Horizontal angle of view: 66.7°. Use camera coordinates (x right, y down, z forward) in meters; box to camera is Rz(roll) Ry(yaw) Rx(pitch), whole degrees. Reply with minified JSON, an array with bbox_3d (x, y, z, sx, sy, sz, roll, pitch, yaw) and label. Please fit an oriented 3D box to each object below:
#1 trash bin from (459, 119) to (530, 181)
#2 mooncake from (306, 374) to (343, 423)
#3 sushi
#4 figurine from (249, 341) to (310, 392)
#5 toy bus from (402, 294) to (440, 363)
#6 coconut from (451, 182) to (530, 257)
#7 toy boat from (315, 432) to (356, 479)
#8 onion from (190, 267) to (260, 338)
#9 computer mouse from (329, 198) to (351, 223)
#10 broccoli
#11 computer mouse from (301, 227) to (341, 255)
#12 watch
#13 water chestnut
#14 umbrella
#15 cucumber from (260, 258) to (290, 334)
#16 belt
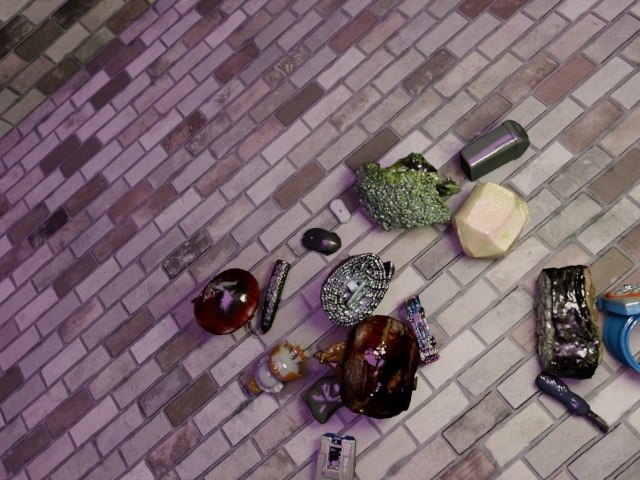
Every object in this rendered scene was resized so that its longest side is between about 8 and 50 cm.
[{"bbox_3d":[0.624,-0.324,1.744,0.236,0.177,0.101,-30,70,9],"label":"trash bin"},{"bbox_3d":[0.038,0.556,1.697,0.169,0.104,0.175,23,85,15],"label":"mooncake"},{"bbox_3d":[0.776,0.254,1.524,0.171,0.211,0.349,-1,80,11],"label":"sushi"},{"bbox_3d":[-0.155,0.465,1.754,0.271,0.143,0.143,-33,69,4],"label":"figurine"},{"bbox_3d":[0.348,0.307,1.682,0.074,0.096,0.234,-18,70,9],"label":"toy bus"},{"bbox_3d":[0.571,-0.051,1.652,0.233,0.233,0.245,28,82,21],"label":"coconut"},{"bbox_3d":[0.046,0.809,1.627,0.130,0.088,0.294,3,75,16],"label":"toy boat"},{"bbox_3d":[-0.332,0.248,1.851,0.273,0.285,0.273,-30,32,21],"label":"onion"},{"bbox_3d":[0.082,-0.111,1.910,0.056,0.032,0.110,-35,79,5],"label":"computer mouse"},{"bbox_3d":[0.309,-0.171,1.738,0.318,0.338,0.276,-16,99,-11],"label":"broccoli"},{"bbox_3d":[0.000,0.000,1.887,0.172,0.057,0.098,14,81,22],"label":"computer mouse"},{"bbox_3d":[1.028,0.261,1.459,0.306,0.241,0.274,-12,88,10],"label":"watch"},{"bbox_3d":[0.150,0.399,1.587,0.347,0.335,0.334,11,78,14],"label":"water chestnut"},{"bbox_3d":[0.793,0.502,1.525,0.248,0.071,0.070,34,86,17],"label":"umbrella"},{"bbox_3d":[-0.183,0.218,1.874,0.068,0.067,0.293,12,79,18],"label":"cucumber"},{"bbox_3d":[0.124,0.166,1.749,0.207,0.160,0.294,34,87,2],"label":"belt"}]
